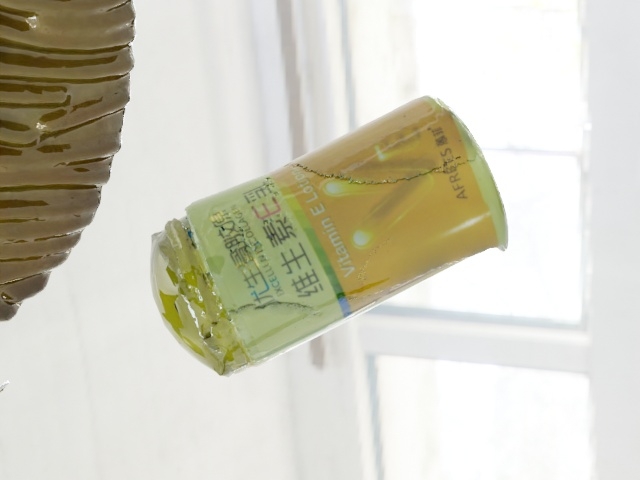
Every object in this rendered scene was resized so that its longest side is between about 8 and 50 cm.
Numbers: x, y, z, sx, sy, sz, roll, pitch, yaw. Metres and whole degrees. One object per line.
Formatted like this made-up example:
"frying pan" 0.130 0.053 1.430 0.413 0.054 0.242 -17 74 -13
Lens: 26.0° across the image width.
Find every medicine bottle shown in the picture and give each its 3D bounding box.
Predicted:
"medicine bottle" 0.000 0.000 0.940 0.124 0.239 0.124 63 174 12

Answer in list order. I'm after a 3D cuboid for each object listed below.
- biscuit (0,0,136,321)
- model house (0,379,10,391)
"biscuit" -0.219 -0.070 0.536 0.318 0.040 0.318 -11 -66 -26
"model house" -0.381 0.150 1.104 0.136 0.207 0.219 45 -138 -2
